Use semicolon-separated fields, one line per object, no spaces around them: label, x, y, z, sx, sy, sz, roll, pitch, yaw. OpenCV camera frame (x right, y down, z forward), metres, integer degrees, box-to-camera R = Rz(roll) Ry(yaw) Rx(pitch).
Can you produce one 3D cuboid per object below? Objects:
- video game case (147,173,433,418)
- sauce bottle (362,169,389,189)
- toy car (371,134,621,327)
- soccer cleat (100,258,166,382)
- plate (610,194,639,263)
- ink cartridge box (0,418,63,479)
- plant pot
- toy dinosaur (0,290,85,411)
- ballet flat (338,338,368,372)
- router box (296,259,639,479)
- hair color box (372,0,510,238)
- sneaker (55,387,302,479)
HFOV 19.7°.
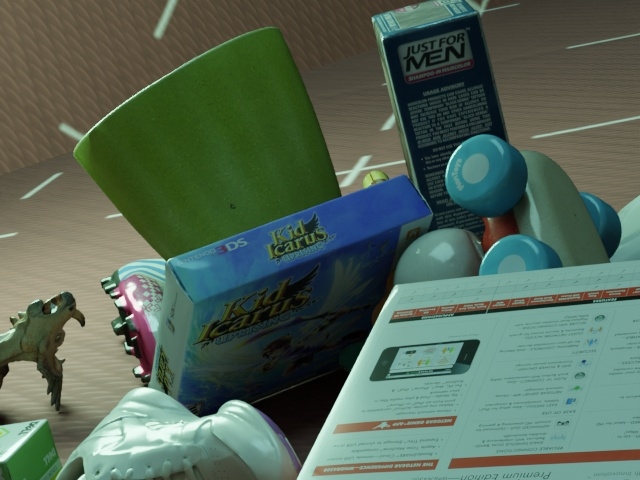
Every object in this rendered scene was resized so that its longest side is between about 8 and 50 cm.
video game case;-0.034;0.067;1.849;0.269;0.244;0.061;-21;59;-23
sauce bottle;0.084;-0.069;2.619;0.042;0.042;0.128;-14;15;1
toy car;0.155;0.050;1.761;0.238;0.210;0.219;-32;-33;26
soccer cleat;-0.170;0.075;2.145;0.143;0.116;0.331;-17;14;-9
plate;0.407;-0.044;1.994;0.277;0.045;0.278;-33;4;25
ink cartridge box;-0.323;0.227;1.806;0.209;0.062;0.109;-9;14;17
plant pot;-0.086;-0.045;2.091;0.275;0.293;0.275;-32;-4;-2
toy dinosaur;-0.391;0.152;2.074;0.200;0.127;0.295;-15;0;-37
ballet flat;0.077;0.119;1.912;0.114;0.041;0.041;-11;14;12
router box;0.172;0.139;1.457;0.335;0.082;0.301;-6;33;29
hair color box;0.146;-0.069;1.920;0.105;0.347;0.174;-14;13;1
sneaker;-0.124;0.215;1.624;0.152;0.114;0.305;-39;21;-29
